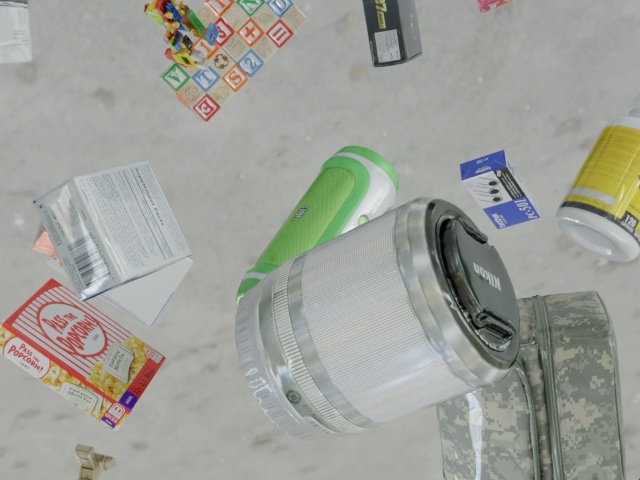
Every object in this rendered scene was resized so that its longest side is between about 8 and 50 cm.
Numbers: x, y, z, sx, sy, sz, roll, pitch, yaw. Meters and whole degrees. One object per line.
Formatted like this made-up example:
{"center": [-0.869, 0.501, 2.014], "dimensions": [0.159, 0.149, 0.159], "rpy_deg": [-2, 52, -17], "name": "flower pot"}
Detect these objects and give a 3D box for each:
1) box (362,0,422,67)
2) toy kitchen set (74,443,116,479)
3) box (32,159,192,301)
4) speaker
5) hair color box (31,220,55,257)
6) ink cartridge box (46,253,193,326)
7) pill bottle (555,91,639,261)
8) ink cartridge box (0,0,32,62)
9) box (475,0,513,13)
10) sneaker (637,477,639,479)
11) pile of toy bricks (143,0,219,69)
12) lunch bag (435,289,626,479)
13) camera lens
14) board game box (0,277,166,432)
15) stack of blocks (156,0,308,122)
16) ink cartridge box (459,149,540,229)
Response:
{"center": [0.107, -0.396, 1.556], "dimensions": [0.059, 0.232, 0.183], "rpy_deg": [-6, -168, 15], "name": "box"}
{"center": [-0.431, 0.440, 1.858], "dimensions": [0.068, 0.075, 0.083], "rpy_deg": [8, 135, 14], "name": "toy kitchen set"}
{"center": [-0.231, -0.013, 1.111], "dimensions": [0.072, 0.126, 0.137], "rpy_deg": [-25, 180, 30], "name": "box"}
{"center": [0.000, 0.000, 1.438], "dimensions": [0.296, 0.131, 0.131], "rpy_deg": [-56, 164, -28], "name": "speaker"}
{"center": [-0.477, -0.024, 1.770], "dimensions": [0.043, 0.071, 0.141], "rpy_deg": [20, 157, -18], "name": "hair color box"}
{"center": [-0.432, 0.046, 2.122], "dimensions": [0.168, 0.233, 0.171], "rpy_deg": [42, 74, -42], "name": "ink cartridge box"}
{"center": [0.353, -0.076, 1.131], "dimensions": [0.184, 0.103, 0.103], "rpy_deg": [-59, 149, -11], "name": "pill bottle"}
{"center": [-0.474, -0.380, 1.408], "dimensions": [0.093, 0.160, 0.219], "rpy_deg": [-9, 127, -22], "name": "ink cartridge box"}
{"center": [0.236, -0.472, 1.402], "dimensions": [0.128, 0.256, 0.122], "rpy_deg": [-22, 160, 1], "name": "box"}
{"center": [0.237, 0.198, 0.560], "dimensions": [0.063, 0.162, 0.073], "rpy_deg": [-15, 162, -36], "name": "sneaker"}
{"center": [-0.269, -0.403, 1.789], "dimensions": [0.105, 0.118, 0.212], "rpy_deg": [14, 165, 18], "name": "pile of toy bricks"}
{"center": [0.287, 0.238, 1.394], "dimensions": [0.256, 0.305, 0.212], "rpy_deg": [-5, -164, 12], "name": "lunch bag"}
{"center": [0.070, 0.092, 1.121], "dimensions": [0.274, 0.219, 0.219], "rpy_deg": [-26, 150, 26], "name": "camera lens"}
{"center": [-0.312, 0.146, 1.292], "dimensions": [0.194, 0.146, 0.045], "rpy_deg": [35, 112, -5], "name": "board game box"}
{"center": [-0.193, -0.402, 1.994], "dimensions": [0.171, 0.087, 0.297], "rpy_deg": [44, 86, -16], "name": "stack of blocks"}
{"center": [0.369, -0.100, 2.021], "dimensions": [0.097, 0.046, 0.207], "rpy_deg": [-17, 144, 24], "name": "ink cartridge box"}
